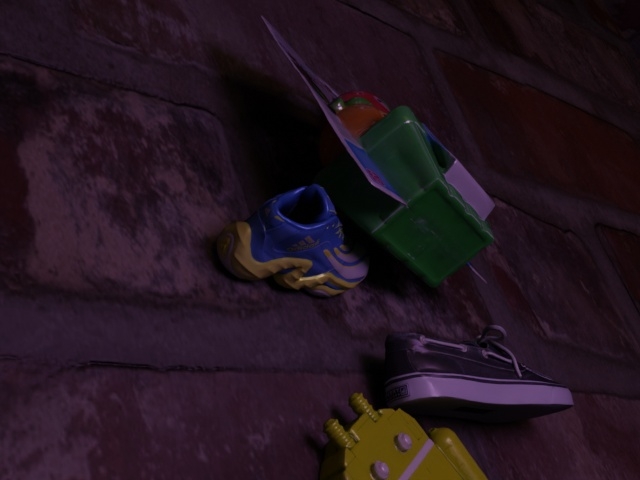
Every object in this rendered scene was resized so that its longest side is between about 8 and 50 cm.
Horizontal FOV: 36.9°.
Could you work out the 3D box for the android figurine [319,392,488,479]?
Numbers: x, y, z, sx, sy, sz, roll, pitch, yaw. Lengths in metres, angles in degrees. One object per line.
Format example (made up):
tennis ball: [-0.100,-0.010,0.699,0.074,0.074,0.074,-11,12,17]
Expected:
android figurine: [0.101,0.287,1.018,0.273,0.056,0.248,53,33,4]

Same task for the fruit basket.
fruit basket: [0.081,-0.124,1.276,0.327,0.165,0.353,39,21,-49]

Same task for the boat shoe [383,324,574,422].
boat shoe: [0.198,0.166,1.199,0.306,0.113,0.105,9,63,-32]

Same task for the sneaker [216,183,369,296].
sneaker: [0.000,0.000,1.124,0.240,0.126,0.091,2,55,-48]
